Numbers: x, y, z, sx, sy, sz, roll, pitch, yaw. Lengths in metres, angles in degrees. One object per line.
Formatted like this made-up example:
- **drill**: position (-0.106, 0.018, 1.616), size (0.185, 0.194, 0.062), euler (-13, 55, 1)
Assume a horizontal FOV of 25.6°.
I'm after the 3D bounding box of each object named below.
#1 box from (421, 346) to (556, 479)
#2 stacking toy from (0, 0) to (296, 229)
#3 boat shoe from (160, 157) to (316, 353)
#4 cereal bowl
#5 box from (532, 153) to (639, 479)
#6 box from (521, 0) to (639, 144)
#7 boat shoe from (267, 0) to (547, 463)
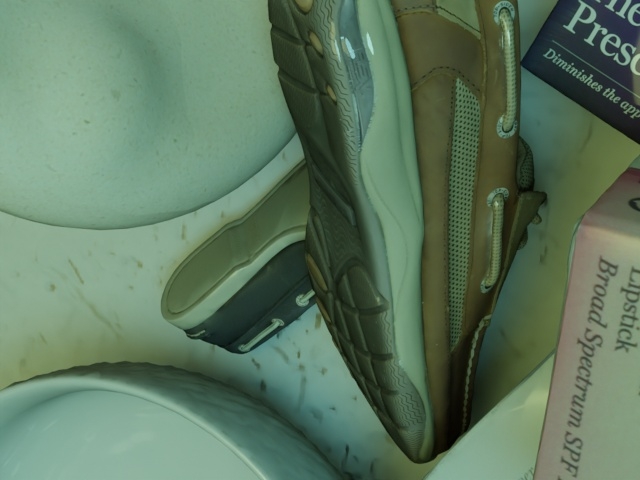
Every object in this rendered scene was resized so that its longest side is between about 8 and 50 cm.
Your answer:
- **box**: position (0.218, 0.195, 0.673), size (0.345, 0.168, 0.215), euler (47, 115, 13)
- **stacking toy**: position (-0.244, -0.174, 0.830), size (0.480, 0.351, 0.350), euler (-3, 97, 47)
- **boat shoe**: position (0.000, 0.000, 0.828), size (0.206, 0.075, 0.065), euler (-34, 125, 22)
- **cereal bowl**: position (-0.092, 0.233, 0.852), size (0.339, 0.141, 0.338), euler (4, 99, 26)
- **box**: position (0.203, 0.067, 0.485), size (0.232, 0.127, 0.148), euler (15, 114, 23)
- **box**: position (0.256, -0.089, 0.651), size (0.261, 0.103, 0.184), euler (36, 109, 18)
- **boat shoe**: position (0.059, -0.011, 0.708), size (0.324, 0.116, 0.123), euler (82, 161, -44)
